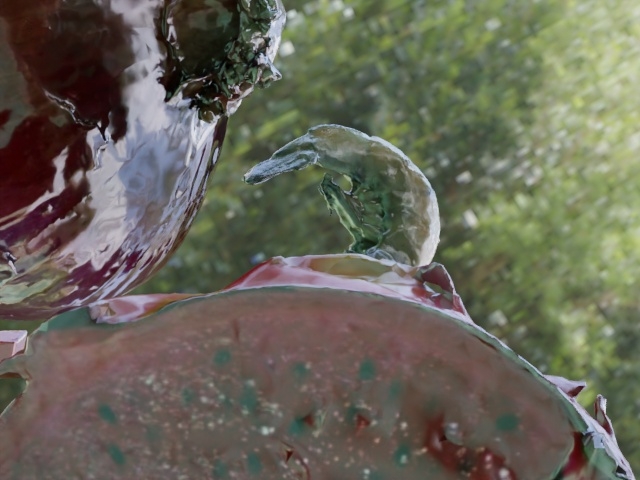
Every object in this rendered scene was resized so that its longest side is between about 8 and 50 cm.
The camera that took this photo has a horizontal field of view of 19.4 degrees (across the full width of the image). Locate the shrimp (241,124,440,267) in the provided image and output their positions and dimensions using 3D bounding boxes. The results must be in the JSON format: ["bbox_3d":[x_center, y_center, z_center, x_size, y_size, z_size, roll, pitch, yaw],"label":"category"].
[{"bbox_3d":[0.000,0.000,1.404,0.150,0.217,0.051,56,-32,-12],"label":"shrimp"}]

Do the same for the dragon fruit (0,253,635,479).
[{"bbox_3d":[-0.007,0.193,0.924,0.386,0.371,0.249,56,3,2],"label":"dragon fruit"}]

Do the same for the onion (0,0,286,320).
[{"bbox_3d":[-0.142,-0.121,1.120,0.285,0.347,0.348,-3,-66,21],"label":"onion"}]

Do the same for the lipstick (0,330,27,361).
[{"bbox_3d":[-0.437,0.114,1.800,0.312,0.051,0.051,-2,-61,2],"label":"lipstick"}]
